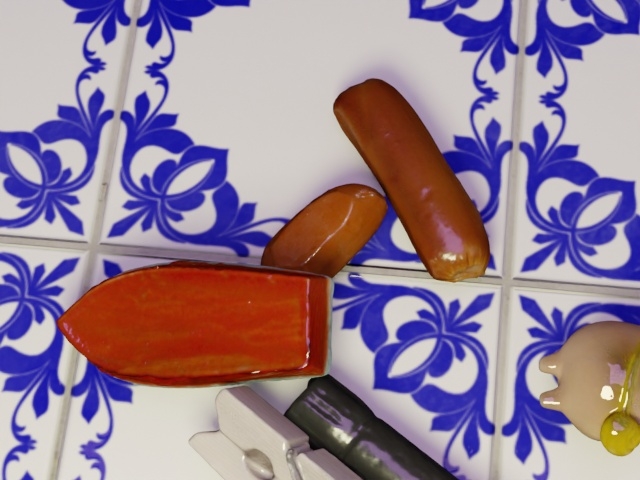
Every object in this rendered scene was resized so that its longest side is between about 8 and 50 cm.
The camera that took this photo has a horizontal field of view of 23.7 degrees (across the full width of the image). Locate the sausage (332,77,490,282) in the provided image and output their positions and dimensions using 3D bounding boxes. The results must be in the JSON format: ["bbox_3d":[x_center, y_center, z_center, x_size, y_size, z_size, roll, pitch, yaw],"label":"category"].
[{"bbox_3d":[0.110,-0.079,1.825,0.089,0.083,0.300,-31,68,2],"label":"sausage"}]

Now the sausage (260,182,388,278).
[{"bbox_3d":[0.000,0.000,1.796,0.179,0.089,0.089,-43,72,-5],"label":"sausage"}]

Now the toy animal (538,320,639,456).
[{"bbox_3d":[0.366,0.159,1.683,0.248,0.149,0.165,4,80,-4],"label":"toy animal"}]

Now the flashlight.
[{"bbox_3d":[0.134,0.296,1.661,0.424,0.103,0.103,37,73,18],"label":"flashlight"}]

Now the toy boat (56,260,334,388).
[{"bbox_3d":[-0.144,0.097,1.741,0.332,0.133,0.145,0,84,15],"label":"toy boat"}]

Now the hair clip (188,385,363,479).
[{"bbox_3d":[0.002,0.286,1.626,0.331,0.085,0.101,39,107,19],"label":"hair clip"}]
